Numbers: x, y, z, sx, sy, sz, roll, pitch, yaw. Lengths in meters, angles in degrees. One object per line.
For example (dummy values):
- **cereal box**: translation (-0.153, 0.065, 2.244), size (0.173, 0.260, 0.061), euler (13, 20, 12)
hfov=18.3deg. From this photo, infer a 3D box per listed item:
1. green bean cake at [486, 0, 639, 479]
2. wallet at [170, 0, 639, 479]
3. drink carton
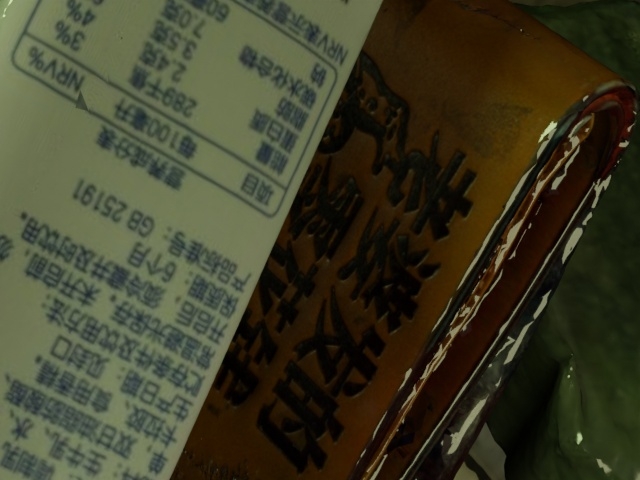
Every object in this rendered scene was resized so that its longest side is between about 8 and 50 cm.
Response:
- **green bean cake**: translation (0.136, 0.012, 0.672), size (0.183, 0.185, 0.094), euler (-4, 146, -19)
- **wallet**: translation (-0.001, 0.000, 0.635), size (0.042, 0.161, 0.195), euler (15, 109, -50)
- **drink carton**: translation (-0.089, 0.006, 0.565), size (0.106, 0.130, 0.315), euler (29, 75, -25)
